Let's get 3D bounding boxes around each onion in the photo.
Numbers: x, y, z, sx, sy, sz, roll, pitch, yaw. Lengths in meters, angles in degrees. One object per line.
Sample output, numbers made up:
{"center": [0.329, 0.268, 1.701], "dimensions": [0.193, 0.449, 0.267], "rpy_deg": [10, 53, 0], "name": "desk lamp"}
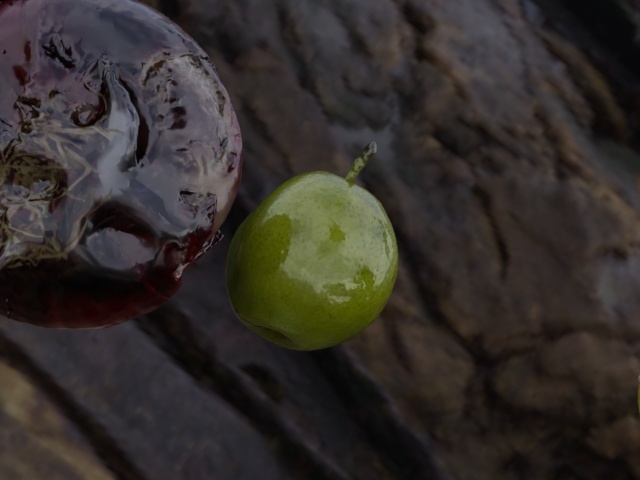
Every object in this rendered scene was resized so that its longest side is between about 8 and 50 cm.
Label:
{"center": [-0.218, -0.077, 1.413], "dimensions": [0.314, 0.314, 0.232], "rpy_deg": [38, 6, 4], "name": "onion"}

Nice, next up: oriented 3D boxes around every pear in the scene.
{"center": [0.000, 0.000, 1.542], "dimensions": [0.166, 0.180, 0.216], "rpy_deg": [19, 77, 5], "name": "pear"}

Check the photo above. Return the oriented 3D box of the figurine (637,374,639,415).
{"center": [0.359, 0.151, 1.396], "dimensions": [0.127, 0.234, 0.185], "rpy_deg": [-2, 56, -24], "name": "figurine"}
